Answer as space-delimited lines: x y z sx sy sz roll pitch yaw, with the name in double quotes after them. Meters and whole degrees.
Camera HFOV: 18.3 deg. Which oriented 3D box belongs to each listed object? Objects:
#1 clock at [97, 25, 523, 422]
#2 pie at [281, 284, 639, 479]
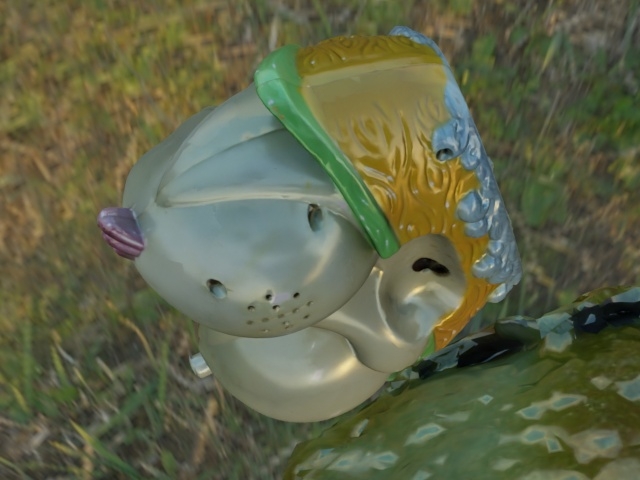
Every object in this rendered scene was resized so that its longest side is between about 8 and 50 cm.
0.000 0.000 0.785 0.144 0.231 0.103 -23 58 2 "clock"
0.093 0.110 0.368 0.257 0.105 0.274 19 40 14 "pie"
